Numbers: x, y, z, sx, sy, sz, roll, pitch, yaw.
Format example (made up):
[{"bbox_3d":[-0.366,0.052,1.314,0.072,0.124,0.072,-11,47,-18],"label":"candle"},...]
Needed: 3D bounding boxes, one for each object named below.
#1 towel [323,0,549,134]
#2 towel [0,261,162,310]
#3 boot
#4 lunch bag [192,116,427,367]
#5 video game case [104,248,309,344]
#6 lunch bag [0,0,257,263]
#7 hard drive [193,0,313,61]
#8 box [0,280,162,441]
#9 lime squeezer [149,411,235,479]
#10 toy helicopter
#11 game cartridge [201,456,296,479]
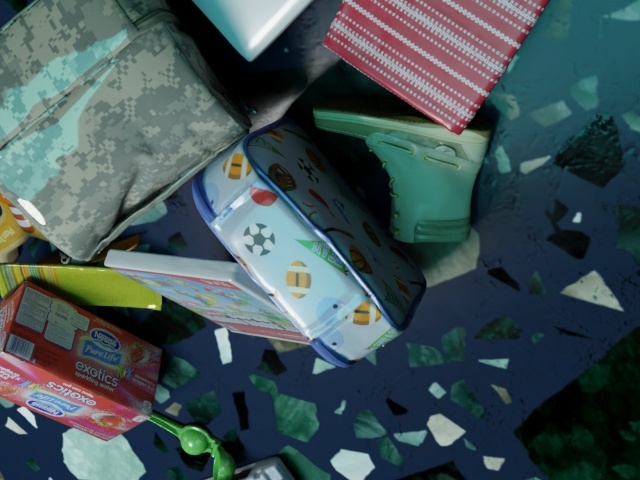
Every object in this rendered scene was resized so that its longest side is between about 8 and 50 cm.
[{"bbox_3d":[0.143,-0.277,0.877,0.199,0.031,0.275,36,117,11],"label":"towel"},{"bbox_3d":[-0.357,0.069,1.227,0.237,0.021,0.102,3,146,-5],"label":"towel"},{"bbox_3d":[0.089,-0.084,1.002,0.213,0.077,0.165,11,120,10],"label":"boot"},{"bbox_3d":[0.000,0.000,0.987,0.115,0.243,0.303,-37,93,20],"label":"lunch bag"},{"bbox_3d":[-0.113,0.081,1.076,0.204,0.025,0.285,5,160,32],"label":"video game case"},{"bbox_3d":[-0.262,-0.149,0.991,0.305,0.212,0.256,-37,96,5],"label":"lunch bag"},{"bbox_3d":[-0.043,-0.373,0.880,0.210,0.040,0.319,48,124,-7],"label":"hard drive"},{"bbox_3d":[-0.382,0.189,1.250,0.123,0.128,0.257,-32,130,33],"label":"box"},{"bbox_3d":[-0.210,0.357,1.349,0.310,0.110,0.059,44,148,33],"label":"lime squeezer"},{"bbox_3d":[-0.426,-0.026,1.242,0.235,0.140,0.355,47,134,-16],"label":"toy helicopter"},{"bbox_3d":[-0.129,0.486,1.405,0.297,0.062,0.198,-26,108,31],"label":"game cartridge"}]
